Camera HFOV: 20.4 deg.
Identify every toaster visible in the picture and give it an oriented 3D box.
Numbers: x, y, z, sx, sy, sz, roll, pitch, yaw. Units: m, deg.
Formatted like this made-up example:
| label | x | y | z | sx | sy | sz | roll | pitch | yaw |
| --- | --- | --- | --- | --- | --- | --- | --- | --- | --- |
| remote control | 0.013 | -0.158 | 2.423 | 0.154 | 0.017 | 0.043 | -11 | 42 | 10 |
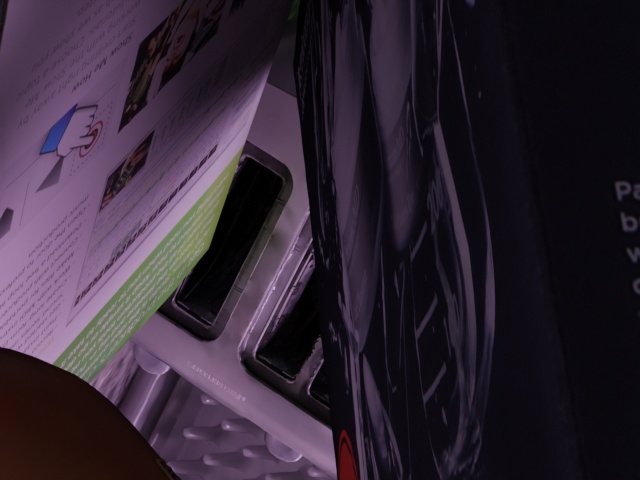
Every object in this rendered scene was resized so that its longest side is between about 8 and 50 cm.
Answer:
| label | x | y | z | sx | sy | sz | roll | pitch | yaw |
| --- | --- | --- | --- | --- | --- | --- | --- | --- | --- |
| toaster | 0.000 | 0.000 | 0.814 | 0.186 | 0.168 | 0.110 | -62 | 167 | 23 |

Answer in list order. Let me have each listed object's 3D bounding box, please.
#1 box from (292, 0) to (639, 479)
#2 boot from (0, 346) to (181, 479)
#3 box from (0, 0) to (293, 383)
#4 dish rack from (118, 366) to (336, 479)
| label | x | y | z | sx | sy | sz | roll | pitch | yaw |
| --- | --- | --- | --- | --- | --- | --- | --- | --- | --- |
| box | 0.101 | -0.003 | 0.503 | 0.343 | 0.178 | 0.313 | 101 | -15 | -65 |
| boot | -0.127 | 0.161 | 0.440 | 0.283 | 0.220 | 0.109 | -57 | 172 | -15 |
| box | -0.079 | -0.046 | 0.586 | 0.232 | 0.058 | 0.322 | -52 | 168 | -44 |
| dish rack | 0.025 | 0.089 | 0.945 | 0.072 | 0.285 | 0.333 | 10 | 116 | -44 |
